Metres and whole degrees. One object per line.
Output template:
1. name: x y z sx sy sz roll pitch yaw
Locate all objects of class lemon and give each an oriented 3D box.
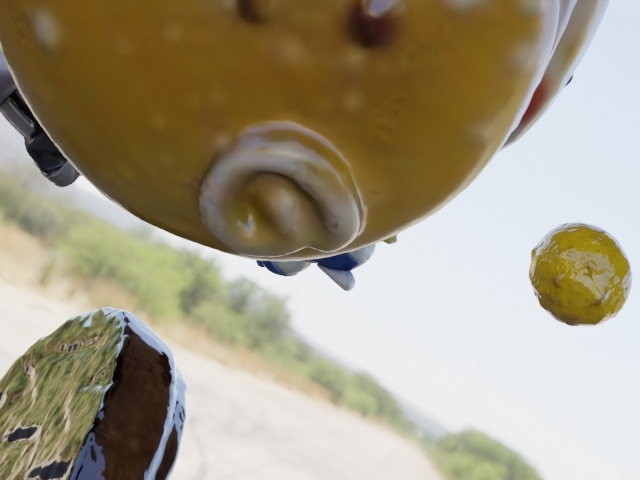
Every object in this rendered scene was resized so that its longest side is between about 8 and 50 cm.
1. lemon: 0.290 0.037 1.905 0.114 0.114 0.155 31 10 -18

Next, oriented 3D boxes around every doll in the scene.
1. doll: 0.000 0.000 1.452 0.143 0.099 0.057 -20 -11 34

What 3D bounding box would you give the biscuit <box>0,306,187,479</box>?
1. biscuit: -0.245 0.234 1.302 0.091 0.407 0.407 37 -7 -19

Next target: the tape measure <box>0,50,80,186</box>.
1. tape measure: -0.153 -0.144 1.198 0.197 0.236 0.120 53 -29 -6

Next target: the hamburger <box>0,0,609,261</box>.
1. hamburger: 0.005 -0.128 0.695 0.261 0.302 0.186 68 22 -12
